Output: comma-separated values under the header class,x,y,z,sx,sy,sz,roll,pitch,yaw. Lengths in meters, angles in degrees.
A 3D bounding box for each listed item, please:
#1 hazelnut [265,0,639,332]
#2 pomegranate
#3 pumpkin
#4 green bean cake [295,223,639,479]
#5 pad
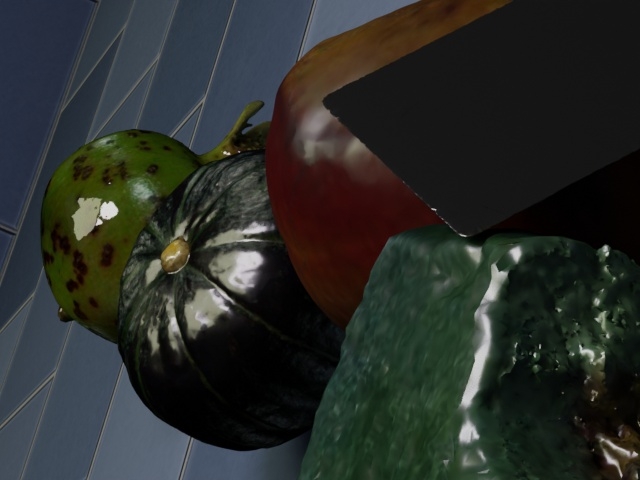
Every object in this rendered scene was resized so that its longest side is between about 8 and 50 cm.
class,x,y,z,sx,sy,sz,roll,pitch,yaw
hazelnut,0.086,-0.023,0.981,0.229,0.229,0.229,-56,19,31
pomegranate,-0.130,-0.015,1.648,0.263,0.211,0.211,-42,18,0
pumpkin,-0.047,0.039,1.332,0.220,0.162,0.220,-30,46,37
green bean cake,0.096,0.155,0.743,0.300,0.169,0.308,-69,17,-5
pad,0.144,-0.091,0.854,0.265,0.009,0.159,-27,34,-10
